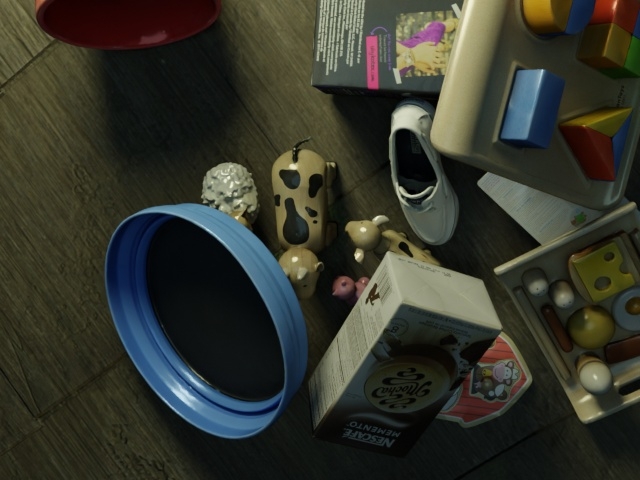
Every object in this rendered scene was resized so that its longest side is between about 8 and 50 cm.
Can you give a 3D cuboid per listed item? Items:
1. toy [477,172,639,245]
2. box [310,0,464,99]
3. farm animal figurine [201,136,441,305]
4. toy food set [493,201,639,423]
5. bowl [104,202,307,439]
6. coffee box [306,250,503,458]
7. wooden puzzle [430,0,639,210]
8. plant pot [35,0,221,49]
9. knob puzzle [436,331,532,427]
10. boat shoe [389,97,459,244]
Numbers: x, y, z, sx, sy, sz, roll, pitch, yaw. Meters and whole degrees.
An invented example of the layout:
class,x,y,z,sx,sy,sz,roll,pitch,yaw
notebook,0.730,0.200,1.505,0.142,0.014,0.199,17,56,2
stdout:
class,x,y,z,sx,sy,sz,roll,pitch,yaw
toy,0.370,-0.059,1.172,0.237,0.056,0.137,42,99,-3
box,0.134,-0.282,1.122,0.270,0.165,0.143,6,98,8
farm animal figurine,0.000,0.000,1.185,0.330,0.172,0.326,-17,95,12
toy food set,0.427,0.114,1.141,0.220,0.092,0.306,-29,109,13
bowl,-0.183,0.123,1.200,0.391,0.077,0.391,18,122,32
coffee box,0.115,0.180,1.149,0.168,0.119,0.297,16,124,-18
wooden puzzle,0.336,-0.227,1.029,0.348,0.080,0.322,14,91,-30
plant pot,-0.299,-0.446,1.139,0.275,0.275,0.243,-11,85,11
knob puzzle,0.248,0.218,1.248,0.213,0.030,0.213,1,98,10
boat shoe,0.145,-0.083,1.143,0.095,0.084,0.258,-2,129,27
